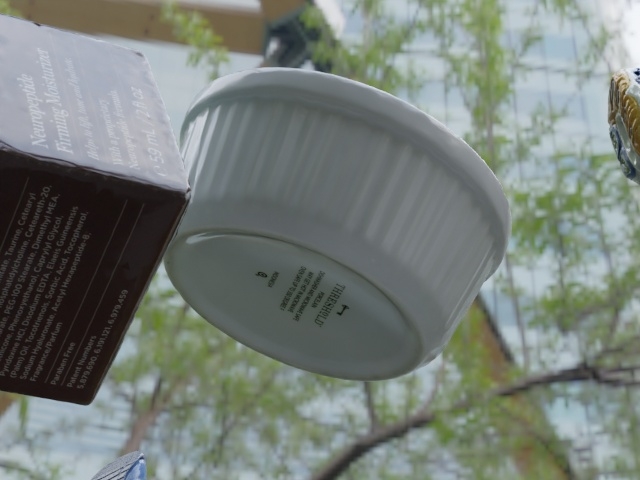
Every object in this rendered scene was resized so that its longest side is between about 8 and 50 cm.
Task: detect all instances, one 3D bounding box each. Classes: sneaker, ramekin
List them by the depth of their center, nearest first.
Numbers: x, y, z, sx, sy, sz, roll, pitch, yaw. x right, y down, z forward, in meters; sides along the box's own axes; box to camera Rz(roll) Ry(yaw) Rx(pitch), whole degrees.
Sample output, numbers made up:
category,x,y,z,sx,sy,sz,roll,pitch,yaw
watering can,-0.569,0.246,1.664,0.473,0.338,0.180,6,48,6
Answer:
category,x,y,z,sx,sy,sz,roll,pitch,yaw
ramekin,0.000,0.000,1.222,0.273,0.127,0.273,18,-28,10
sneaker,0.347,-0.047,1.404,0.131,0.296,0.112,-7,-36,-2
sneaker,-0.184,0.250,1.494,0.053,0.144,0.059,-26,-68,13

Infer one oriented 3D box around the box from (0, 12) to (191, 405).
category,x,y,z,sx,sy,sz,roll,pitch,yaw
box,-0.210,-0.029,0.946,0.203,0.168,0.167,13,-58,-27
